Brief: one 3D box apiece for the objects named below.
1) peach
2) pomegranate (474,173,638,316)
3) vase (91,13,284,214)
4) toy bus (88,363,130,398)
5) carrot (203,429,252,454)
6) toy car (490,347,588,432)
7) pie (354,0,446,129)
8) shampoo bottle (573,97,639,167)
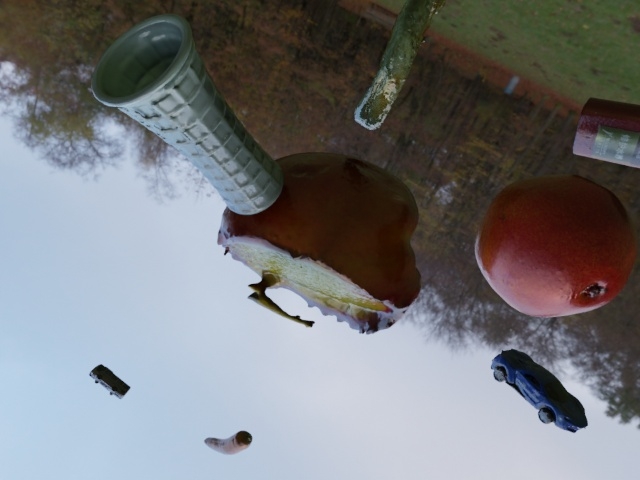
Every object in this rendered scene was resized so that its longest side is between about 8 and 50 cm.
[{"bbox_3d":[0.020,-0.009,0.944,0.406,0.335,0.310,17,-121,21],"label":"peach"},{"bbox_3d":[0.345,-0.002,0.730,0.221,0.221,0.256,19,-163,-16],"label":"pomegranate"},{"bbox_3d":[-0.163,-0.151,0.681,0.143,0.143,0.299,44,176,35],"label":"vase"},{"bbox_3d":[-0.665,0.445,1.495,0.131,0.037,0.052,40,-139,-3],"label":"toy bus"},{"bbox_3d":[-0.311,0.673,1.559,0.066,0.271,0.062,57,-141,-2],"label":"carrot"},{"bbox_3d":[0.456,0.304,0.983,0.103,0.063,0.216,0,-153,-32],"label":"toy car"},{"bbox_3d":[0.151,-0.352,0.913,0.067,0.302,0.302,27,-156,0],"label":"pie"},{"bbox_3d":[0.606,-0.164,0.805,0.314,0.118,0.076,23,-124,31],"label":"shampoo bottle"}]
